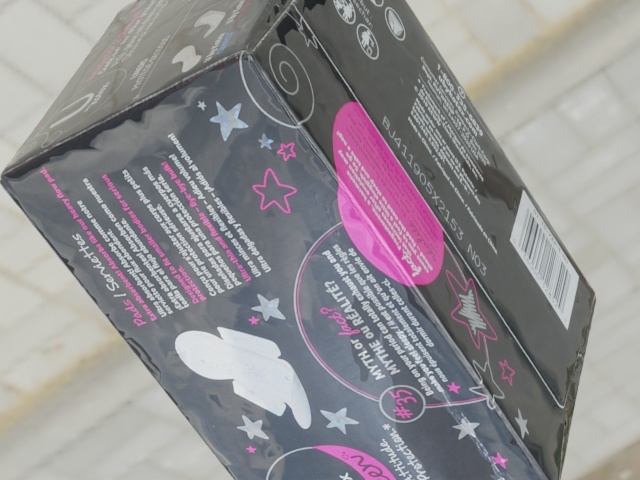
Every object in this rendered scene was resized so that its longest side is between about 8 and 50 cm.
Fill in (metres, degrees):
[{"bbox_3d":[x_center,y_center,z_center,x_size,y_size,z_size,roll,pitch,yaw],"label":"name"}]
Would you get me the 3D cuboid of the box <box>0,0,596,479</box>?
[{"bbox_3d":[0.000,0.000,0.814,0.142,0.163,0.247,-23,115,28],"label":"box"}]
